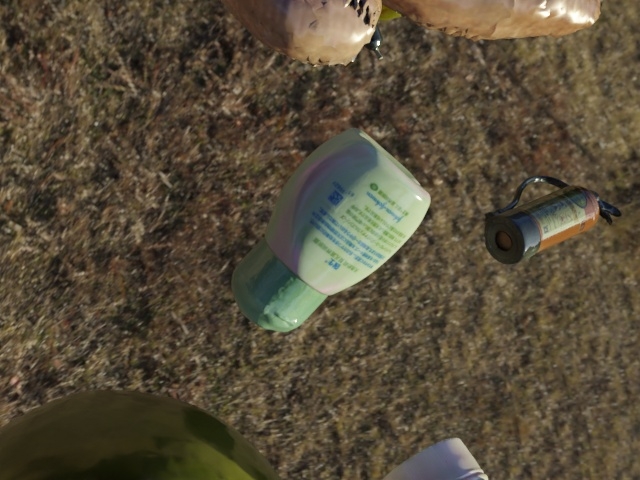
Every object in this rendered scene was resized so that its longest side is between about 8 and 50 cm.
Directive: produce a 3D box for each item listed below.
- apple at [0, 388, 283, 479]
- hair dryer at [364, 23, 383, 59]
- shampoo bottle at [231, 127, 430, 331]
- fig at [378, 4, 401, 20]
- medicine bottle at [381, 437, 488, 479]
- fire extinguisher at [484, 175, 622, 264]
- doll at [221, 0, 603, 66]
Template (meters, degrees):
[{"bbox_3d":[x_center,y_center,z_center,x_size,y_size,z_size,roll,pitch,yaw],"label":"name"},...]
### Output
[{"bbox_3d":[-0.206,0.363,0.724,0.474,0.474,0.473,11,68,-28],"label":"apple"},{"bbox_3d":[0.068,-0.393,1.271,0.071,0.124,0.219,-24,98,-77],"label":"hair dryer"},{"bbox_3d":[0.000,0.000,1.296,0.222,0.349,0.151,35,13,-33],"label":"shampoo bottle"},{"bbox_3d":[0.044,-0.325,0.937,0.148,0.186,0.142,39,48,-47],"label":"fig"},{"bbox_3d":[0.249,0.509,1.226,0.214,0.213,0.378,-13,54,-34],"label":"medicine bottle"},{"bbox_3d":[0.516,-0.075,1.837,0.376,0.113,0.200,-18,68,-35],"label":"fire extinguisher"},{"bbox_3d":[-0.002,-0.182,0.325,0.303,0.156,0.201,11,65,-9],"label":"doll"}]
